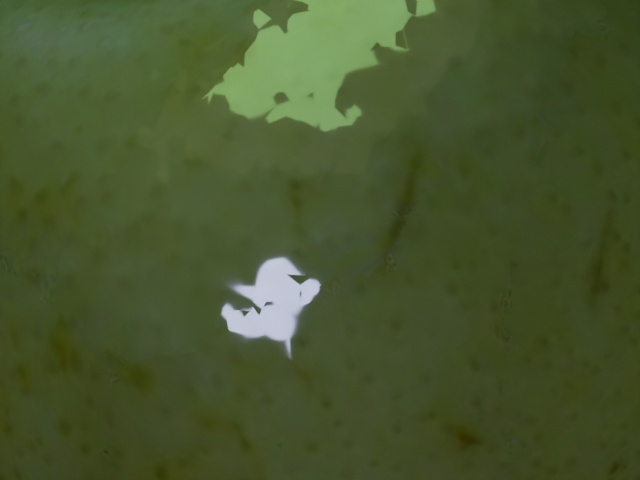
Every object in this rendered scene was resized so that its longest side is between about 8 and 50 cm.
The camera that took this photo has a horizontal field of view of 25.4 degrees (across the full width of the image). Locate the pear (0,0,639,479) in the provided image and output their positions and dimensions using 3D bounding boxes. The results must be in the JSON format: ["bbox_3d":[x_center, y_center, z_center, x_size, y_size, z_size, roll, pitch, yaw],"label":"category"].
[{"bbox_3d":[0.000,0.000,0.563,0.348,0.348,0.348,-5,38,4],"label":"pear"}]
